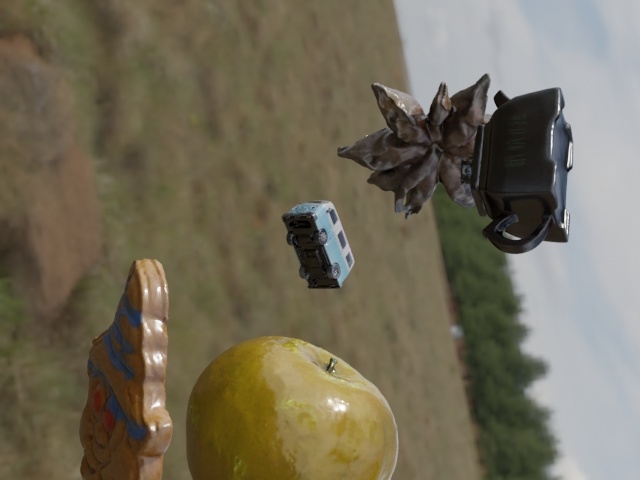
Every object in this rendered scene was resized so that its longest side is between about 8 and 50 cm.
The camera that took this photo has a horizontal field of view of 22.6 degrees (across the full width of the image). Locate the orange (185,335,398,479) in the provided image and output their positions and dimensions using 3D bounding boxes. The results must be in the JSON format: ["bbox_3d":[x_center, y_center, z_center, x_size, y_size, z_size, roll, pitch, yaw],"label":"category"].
[{"bbox_3d":[-0.042,0.250,2.003,0.235,0.279,0.279,-62,180,6],"label":"orange"}]

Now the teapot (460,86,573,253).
[{"bbox_3d":[0.174,-0.065,1.450,0.087,0.096,0.177,64,28,-53],"label":"teapot"}]

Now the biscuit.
[{"bbox_3d":[-0.162,0.151,1.281,0.183,0.043,0.280,-148,-111,-67],"label":"biscuit"}]

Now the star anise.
[{"bbox_3d":[0.119,-0.100,1.646,0.195,0.182,0.065,38,27,-28],"label":"star anise"}]

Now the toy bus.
[{"bbox_3d":[0.000,0.000,2.235,0.075,0.060,0.123,-50,128,-45],"label":"toy bus"}]
